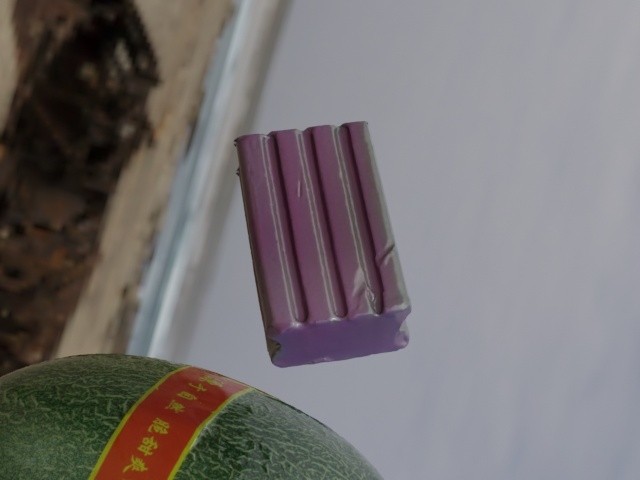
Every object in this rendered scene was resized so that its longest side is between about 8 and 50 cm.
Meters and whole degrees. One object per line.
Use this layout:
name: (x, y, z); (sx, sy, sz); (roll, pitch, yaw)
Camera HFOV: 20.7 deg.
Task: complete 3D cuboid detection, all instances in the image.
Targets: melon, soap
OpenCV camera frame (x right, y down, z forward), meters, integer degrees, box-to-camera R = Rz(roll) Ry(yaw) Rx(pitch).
melon: (-0.070, 0.159, 0.917); (0.182, 0.287, 0.182); (21, 90, -78)
soap: (0.000, 0.000, 1.464); (0.065, 0.122, 0.203); (88, -7, -56)
